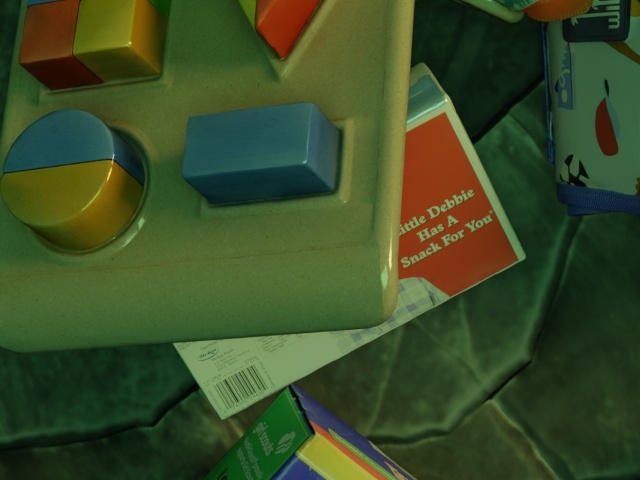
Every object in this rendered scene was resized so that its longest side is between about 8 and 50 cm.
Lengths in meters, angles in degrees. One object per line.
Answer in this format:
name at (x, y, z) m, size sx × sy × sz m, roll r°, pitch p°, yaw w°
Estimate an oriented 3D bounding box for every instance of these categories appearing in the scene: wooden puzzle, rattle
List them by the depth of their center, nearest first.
wooden puzzle at (-0.096, -0.105, 1.305) m, size 0.322 × 0.080 × 0.347 m, roll -5°, pitch 70°, yaw 23°
rattle at (0.082, -0.154, 1.361) m, size 0.200 × 0.130 × 0.142 m, roll 30°, pitch 82°, yaw 28°

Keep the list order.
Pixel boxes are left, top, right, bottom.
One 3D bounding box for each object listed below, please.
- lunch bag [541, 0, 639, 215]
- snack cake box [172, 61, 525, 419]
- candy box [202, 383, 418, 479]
lunch bag at (0.329, -0.182, 1.314) m, size 0.385 × 0.239 × 0.327 m, roll 1°, pitch 96°, yaw 34°
snack cake box at (0.000, 0.000, 1.392) m, size 0.264 × 0.089 × 0.152 m, roll -28°, pitch 116°, yaw 2°
candy box at (-0.021, 0.311, 1.392) m, size 0.268 × 0.122 × 0.317 m, roll 40°, pitch 93°, yaw -20°
